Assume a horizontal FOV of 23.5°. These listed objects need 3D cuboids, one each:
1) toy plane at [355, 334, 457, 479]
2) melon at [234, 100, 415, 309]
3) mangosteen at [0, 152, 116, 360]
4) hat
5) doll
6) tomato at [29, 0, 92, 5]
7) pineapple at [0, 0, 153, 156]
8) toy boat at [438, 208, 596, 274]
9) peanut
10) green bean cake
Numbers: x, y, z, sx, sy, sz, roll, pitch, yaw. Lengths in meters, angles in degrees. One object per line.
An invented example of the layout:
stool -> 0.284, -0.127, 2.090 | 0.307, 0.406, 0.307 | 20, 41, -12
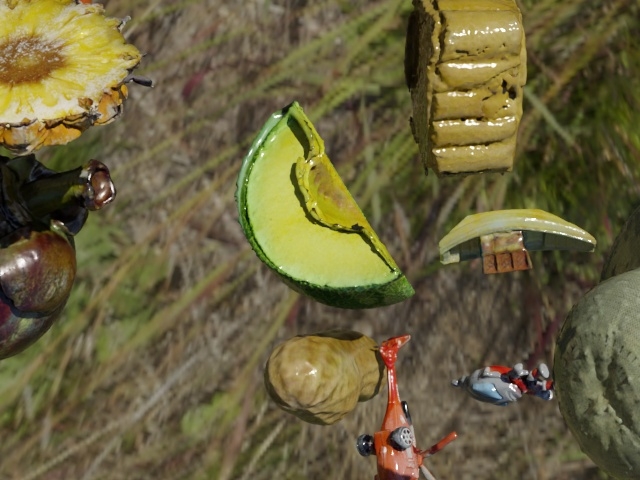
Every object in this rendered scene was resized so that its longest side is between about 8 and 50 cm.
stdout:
toy plane -> 0.093, 0.205, 1.753 | 0.126, 0.077, 0.194 | 8, 88, 41
melon -> 0.000, 0.000, 1.714 | 0.129, 0.265, 0.169 | -33, 148, 2
mangosteen -> -0.317, -0.008, 1.514 | 0.289, 0.231, 0.231 | -30, 111, 18
hat -> 0.228, 0.090, 1.003 | 0.130, 0.257, 0.257 | -10, 122, -34
doll -> 0.173, 0.138, 1.461 | 0.114, 0.057, 0.039 | -9, 82, 37
tomato -> -0.344, -0.255, 1.657 | 0.180, 0.260, 0.260 | 20, 116, -25
pineapple -> -0.244, -0.139, 1.300 | 0.221, 0.221, 0.047 | 1, 132, 3
toy boat -> 0.216, 0.003, 1.701 | 0.172, 0.066, 0.065 | -6, 157, 2
peanut -> 0.010, 0.155, 1.769 | 0.095, 0.226, 0.108 | -11, 88, 26
green bean cake -> 0.179, -0.209, 1.898 | 0.131, 0.229, 0.224 | -3, 121, -4
